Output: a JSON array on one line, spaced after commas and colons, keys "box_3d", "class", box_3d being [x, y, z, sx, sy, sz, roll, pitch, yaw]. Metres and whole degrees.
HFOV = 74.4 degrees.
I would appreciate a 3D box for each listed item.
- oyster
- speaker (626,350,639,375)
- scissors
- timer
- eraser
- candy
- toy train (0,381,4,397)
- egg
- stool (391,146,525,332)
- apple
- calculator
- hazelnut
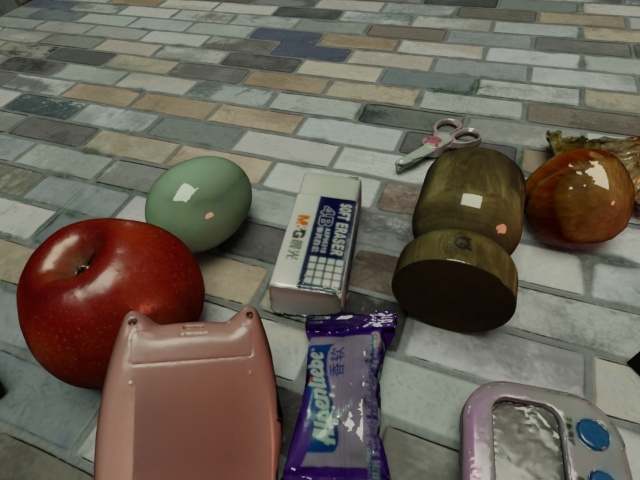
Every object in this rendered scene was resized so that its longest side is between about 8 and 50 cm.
[{"box_3d": [0.581, -0.142, 0.813, 0.167, 0.110, 0.341, 2, 28, -49], "class": "oyster"}, {"box_3d": [0.567, 0.157, 0.607, 0.218, 0.044, 0.082, -19, 50, -12], "class": "speaker"}, {"box_3d": [0.262, -0.220, 0.979, 0.242, 0.030, 0.118, -31, 52, -23], "class": "scissors"}, {"box_3d": [0.267, 0.283, 0.510, 0.191, 0.069, 0.208, 8, 51, 10], "class": "timer"}, {"box_3d": [0.000, 0.000, 0.775, 0.131, 0.086, 0.287, 7, 50, 10], "class": "eraser"}, {"box_3d": [0.033, 0.218, 0.592, 0.146, 0.070, 0.275, -2, 53, 13], "class": "candy"}, {"box_3d": [-0.641, 0.197, 0.660, 0.297, 0.100, 0.160, 26, 49, 26], "class": "toy train"}, {"box_3d": [-0.225, -0.072, 0.805, 0.168, 0.167, 0.231, 19, 41, 21], "class": "egg"}, {"box_3d": [0.235, -0.008, 0.697, 0.179, 0.179, 0.264, 13, 50, 16], "class": "stool"}, {"box_3d": [-0.318, 0.089, 0.645, 0.261, 0.216, 0.260, -5, 50, 6], "class": "apple"}, {"box_3d": [-0.152, 0.245, 0.507, 0.220, 0.048, 0.329, 0, 76, -17], "class": "calculator"}, {"box_3d": [0.457, -0.086, 0.754, 0.182, 0.182, 0.182, -3, 49, 3], "class": "hazelnut"}]
